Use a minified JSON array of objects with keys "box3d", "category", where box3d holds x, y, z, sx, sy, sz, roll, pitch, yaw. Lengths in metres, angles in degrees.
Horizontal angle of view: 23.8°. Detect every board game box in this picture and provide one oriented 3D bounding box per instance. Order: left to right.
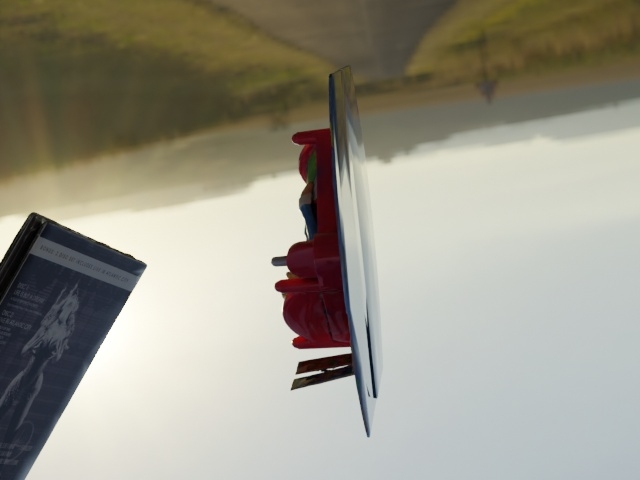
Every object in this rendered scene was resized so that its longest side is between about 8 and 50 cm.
[{"box3d":[0.000,0.000,0.599,0.033,0.133,0.168,-6,-172,5],"category":"board game box"}]

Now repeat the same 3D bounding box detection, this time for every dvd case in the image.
[{"box3d":[-0.203,0.095,0.992,0.018,0.221,0.164,30,179,19],"category":"dvd case"}]
